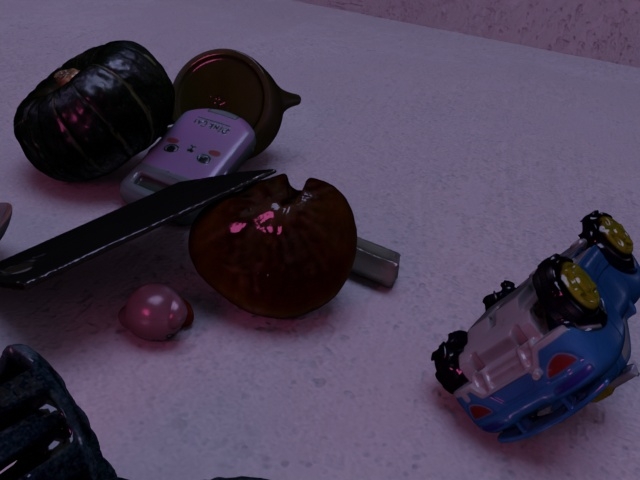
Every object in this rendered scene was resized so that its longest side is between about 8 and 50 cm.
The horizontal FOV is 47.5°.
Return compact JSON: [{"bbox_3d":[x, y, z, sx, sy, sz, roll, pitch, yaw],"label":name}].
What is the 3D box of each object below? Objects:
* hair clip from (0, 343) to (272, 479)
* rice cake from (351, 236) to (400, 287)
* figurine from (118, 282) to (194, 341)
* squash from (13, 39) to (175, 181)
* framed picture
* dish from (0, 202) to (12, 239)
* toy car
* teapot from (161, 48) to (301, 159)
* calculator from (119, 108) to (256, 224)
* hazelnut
[{"bbox_3d":[-0.147,0.209,0.468,0.310,0.206,0.194,20,25,29],"label":"hair clip"},{"bbox_3d":[0.000,0.000,1.031,0.256,0.052,0.057,22,-2,23],"label":"rice cake"},{"bbox_3d":[-0.190,0.081,0.824,0.083,0.067,0.071,-8,9,2],"label":"figurine"},{"bbox_3d":[-0.352,-0.200,1.137,0.252,0.165,0.252,-22,27,12],"label":"squash"},{"bbox_3d":[-0.243,-0.019,0.880,0.324,0.013,0.244,-30,17,-35],"label":"framed picture"},{"bbox_3d":[-0.480,0.016,0.854,0.151,0.077,0.212,14,29,6],"label":"dish"},{"bbox_3d":[0.269,0.099,0.810,0.166,0.198,0.314,52,37,6],"label":"toy car"},{"bbox_3d":[-0.168,-0.225,1.294,0.267,0.186,0.175,-13,-7,8],"label":"teapot"},{"bbox_3d":[-0.203,-0.116,1.128,0.141,0.045,0.246,21,55,19],"label":"calculator"},{"bbox_3d":[-0.058,0.005,0.880,0.204,0.178,0.178,9,29,1],"label":"hazelnut"}]
